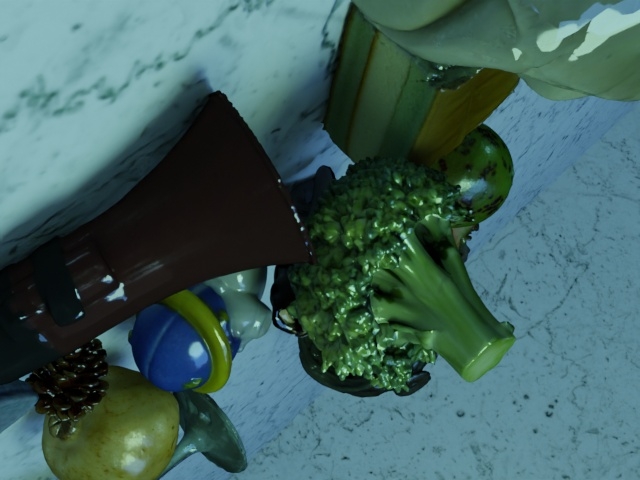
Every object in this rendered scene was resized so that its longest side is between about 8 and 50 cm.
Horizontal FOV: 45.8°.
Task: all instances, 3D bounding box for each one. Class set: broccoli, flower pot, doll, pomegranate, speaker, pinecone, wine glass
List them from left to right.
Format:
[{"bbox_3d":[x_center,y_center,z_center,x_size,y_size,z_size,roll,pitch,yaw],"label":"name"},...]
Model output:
[{"bbox_3d":[-0.306,0.157,0.917,0.102,0.102,0.110,-21,125,-52],"label":"pinecone"},{"bbox_3d":[-0.291,0.257,1.038,0.196,0.196,0.196,-39,163,-14],"label":"pomegranate"},{"bbox_3d":[-0.337,0.449,1.311,0.406,0.267,0.267,-37,164,-38],"label":"wine glass"},{"bbox_3d":[-0.194,0.001,0.780,0.329,0.198,0.259,-28,-157,-1],"label":"speaker"},{"bbox_3d":[-0.133,0.078,1.001,0.242,0.159,0.311,-27,148,-38],"label":"doll"},{"bbox_3d":[0.111,0.186,1.576,0.302,0.302,0.213,-49,157,20],"label":"flower pot"},{"bbox_3d":[0.079,0.050,0.873,0.235,0.260,0.288,-23,152,20],"label":"broccoli"},{"bbox_3d":[0.212,-0.138,1.225,0.211,0.210,0.263,56,53,-74],"label":"pomegranate"}]

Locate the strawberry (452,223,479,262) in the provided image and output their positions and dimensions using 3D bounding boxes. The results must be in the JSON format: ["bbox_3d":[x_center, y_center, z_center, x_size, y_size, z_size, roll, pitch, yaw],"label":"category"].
[{"bbox_3d":[0.247,-0.108,1.536,0.233,0.137,0.306,-56,145,-28],"label":"strawberry"}]

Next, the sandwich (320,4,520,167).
[{"bbox_3d":[0.099,-0.187,0.890,0.227,0.155,0.198,-45,162,8],"label":"sandwich"}]

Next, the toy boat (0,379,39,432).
[{"bbox_3d":[-0.426,0.208,0.770,0.283,0.078,0.127,-28,157,-43],"label":"toy boat"}]

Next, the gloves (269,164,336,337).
[{"bbox_3d":[-0.010,0.001,1.055,0.286,0.119,0.142,-67,172,-46],"label":"gloves"}]

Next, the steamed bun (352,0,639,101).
[{"bbox_3d":[0.175,-0.248,0.507,0.367,0.343,0.255,-1,167,-1],"label":"steamed bun"}]
